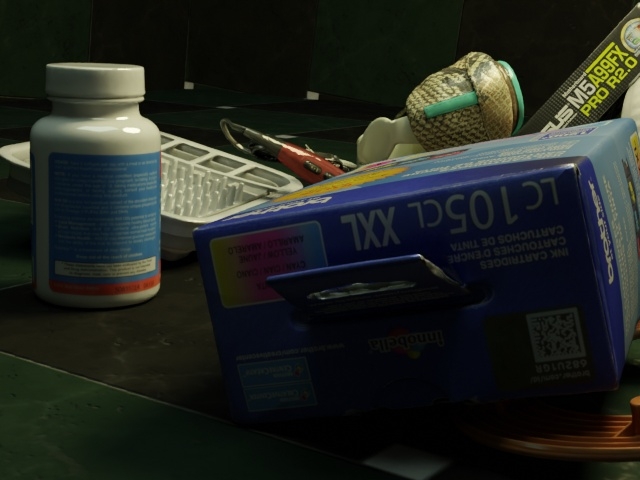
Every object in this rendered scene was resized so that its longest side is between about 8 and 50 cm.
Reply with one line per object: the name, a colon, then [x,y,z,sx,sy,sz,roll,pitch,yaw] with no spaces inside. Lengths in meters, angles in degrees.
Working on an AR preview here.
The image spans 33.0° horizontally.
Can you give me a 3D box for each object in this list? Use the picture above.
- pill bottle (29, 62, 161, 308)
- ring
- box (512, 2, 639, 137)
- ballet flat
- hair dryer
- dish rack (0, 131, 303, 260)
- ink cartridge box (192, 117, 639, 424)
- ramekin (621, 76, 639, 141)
pill bottle: [-0.213,-0.056,1.031,0.124,0.221,0.124,3,12,-1]
ring: [0.253,0.077,0.748,0.337,0.032,0.336,-12,6,1]
box: [0.323,-0.145,1.322,0.060,0.216,0.270,42,-2,14]
ballet flat: [0.134,-0.131,1.457,0.182,0.164,0.483,-16,-6,-4]
hair dryer: [0.022,-0.056,1.311,0.294,0.080,0.224,25,8,39]
dish rack: [-0.202,-0.060,1.325,0.286,0.072,0.333,20,17,16]
ink cartridge box: [0.092,0.017,0.797,0.270,0.151,0.395,-9,9,23]
ramekin: [0.412,-0.072,1.169,0.127,0.272,0.273,-5,7,29]
